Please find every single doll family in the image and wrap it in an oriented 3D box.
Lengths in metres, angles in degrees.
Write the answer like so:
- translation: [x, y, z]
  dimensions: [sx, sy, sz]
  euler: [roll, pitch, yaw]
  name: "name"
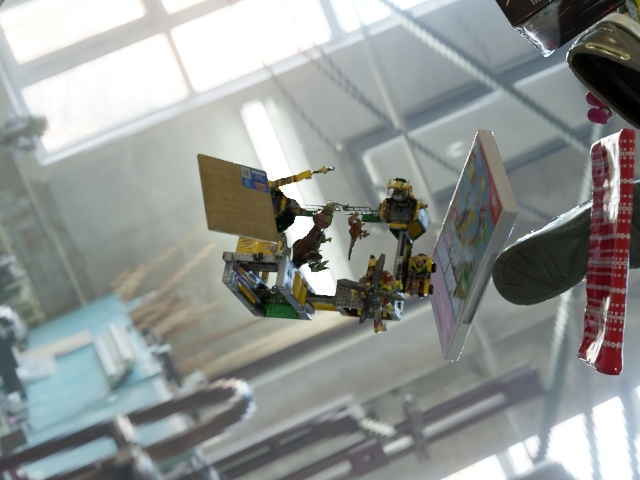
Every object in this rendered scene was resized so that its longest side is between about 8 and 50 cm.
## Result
- translation: [0.479, -0.304, 2.049]
  dimensions: [0.118, 0.163, 0.263]
  euler: [8, -57, 32]
  name: "doll family"

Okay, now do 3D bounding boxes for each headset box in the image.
- translation: [0.332, -0.348, 1.524]
  dimensions: [0.110, 0.293, 0.218]
  euler: [59, 15, 11]
  name: "headset box"

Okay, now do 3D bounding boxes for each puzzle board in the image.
- translation: [-0.101, -0.049, 1.634]
  dimensions: [0.128, 0.011, 0.096]
  euler: [12, 62, -52]
  name: "puzzle board"

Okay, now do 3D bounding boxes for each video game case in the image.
- translation: [0.218, 0.007, 1.991]
  dimensions: [0.204, 0.025, 0.285]
  euler: [-98, -160, -52]
  name: "video game case"

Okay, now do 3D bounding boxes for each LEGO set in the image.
- translation: [0.000, 0.000, 2.014]
  dimensions: [0.192, 0.331, 0.255]
  euler: [55, 49, -64]
  name: "LEGO set"

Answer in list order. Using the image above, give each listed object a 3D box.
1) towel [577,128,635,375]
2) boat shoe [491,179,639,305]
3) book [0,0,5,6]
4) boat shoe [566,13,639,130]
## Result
- translation: [0.330, 0.013, 1.553]
  dimensions: [0.199, 0.031, 0.275]
  euler: [-19, 113, -86]
  name: "towel"
- translation: [0.381, -0.009, 1.784]
  dimensions: [0.118, 0.320, 0.103]
  euler: [61, 19, -9]
  name: "boat shoe"
- translation: [-0.501, -0.416, 2.064]
  dimensions: [0.035, 0.144, 0.096]
  euler: [11, -33, 29]
  name: "book"
- translation: [0.453, -0.171, 1.748]
  dimensions: [0.305, 0.091, 0.109]
  euler: [43, -31, 17]
  name: "boat shoe"
